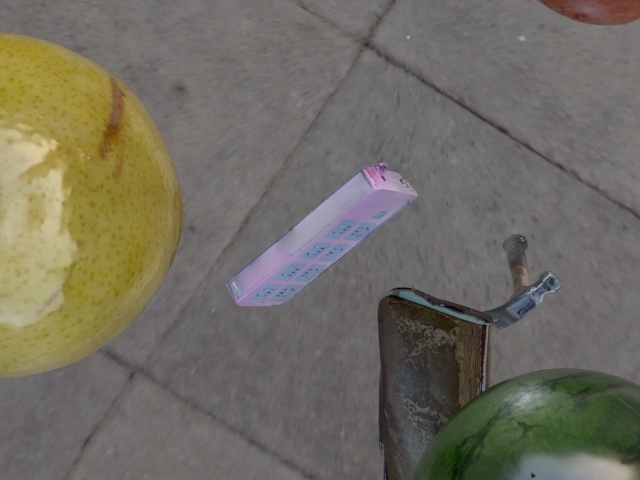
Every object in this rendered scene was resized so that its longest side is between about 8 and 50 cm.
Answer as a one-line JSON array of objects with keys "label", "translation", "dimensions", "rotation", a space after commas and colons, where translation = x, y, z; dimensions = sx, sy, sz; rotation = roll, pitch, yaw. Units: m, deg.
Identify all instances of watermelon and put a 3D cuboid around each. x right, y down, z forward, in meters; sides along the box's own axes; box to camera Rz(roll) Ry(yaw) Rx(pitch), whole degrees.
[{"label": "watermelon", "translation": [0.175, 0.210, 0.898], "dimensions": [0.242, 0.242, 0.242], "rotation": [1, 99, 4]}]

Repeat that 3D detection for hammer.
[{"label": "hammer", "translation": [0.273, 0.043, 1.737], "dimensions": [0.111, 0.287, 0.033], "rotation": [-42, 98, 16]}]

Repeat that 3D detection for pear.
[{"label": "pear", "translation": [-0.268, -0.030, 1.093], "dimensions": [0.314, 0.314, 0.314], "rotation": [1, 99, 4]}]

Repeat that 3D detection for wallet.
[{"label": "wallet", "translation": [0.102, 0.169, 1.166], "dimensions": [0.031, 0.137, 0.255], "rotation": [-16, 115, -37]}]

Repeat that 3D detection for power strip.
[{"label": "power strip", "translation": [0.000, 0.000, 1.614], "dimensions": [0.279, 0.109, 0.037], "rotation": [-39, 67, 25]}]

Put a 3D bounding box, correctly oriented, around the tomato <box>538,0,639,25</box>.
[{"label": "tomato", "translation": [0.278, -0.319, 1.237], "dimensions": [0.184, 0.208, 0.208], "rotation": [24, 102, -37]}]
